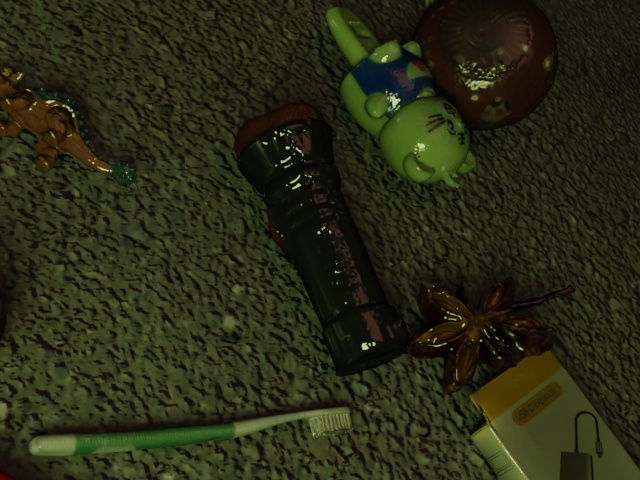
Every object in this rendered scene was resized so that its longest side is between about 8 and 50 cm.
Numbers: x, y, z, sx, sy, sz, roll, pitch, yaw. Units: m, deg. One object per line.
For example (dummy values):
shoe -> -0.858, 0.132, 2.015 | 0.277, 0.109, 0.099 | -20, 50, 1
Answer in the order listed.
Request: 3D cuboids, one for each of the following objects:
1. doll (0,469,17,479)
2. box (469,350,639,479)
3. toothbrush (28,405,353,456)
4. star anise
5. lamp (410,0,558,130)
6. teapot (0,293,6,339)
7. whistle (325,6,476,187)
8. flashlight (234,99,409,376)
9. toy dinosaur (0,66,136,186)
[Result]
doll -> -0.077, 0.276, 0.577 | 0.384, 0.099, 0.188 | 30, 46, -8
box -> 0.229, 0.218, 0.864 | 0.129, 0.033, 0.247 | -23, 73, -42
toothbrush -> -0.082, 0.139, 0.722 | 0.257, 0.018, 0.024 | 3, 63, -34
star anise -> 0.159, 0.071, 0.893 | 0.190, 0.070, 0.097 | -18, 57, -21
lamp -> 0.173, -0.189, 1.065 | 0.156, 0.135, 0.157 | 14, 74, 12
teapot -> -0.268, 0.075, 0.602 | 0.177, 0.087, 0.096 | -25, 95, -42
whistle -> 0.075, -0.144, 0.990 | 0.105, 0.085, 0.227 | -11, 64, -49
flashlight -> 0.000, 0.000, 0.839 | 0.093, 0.093, 0.232 | -6, 67, -37
toy dinosaur -> -0.210, -0.088, 0.782 | 0.154, 0.049, 0.055 | 36, 42, 0
